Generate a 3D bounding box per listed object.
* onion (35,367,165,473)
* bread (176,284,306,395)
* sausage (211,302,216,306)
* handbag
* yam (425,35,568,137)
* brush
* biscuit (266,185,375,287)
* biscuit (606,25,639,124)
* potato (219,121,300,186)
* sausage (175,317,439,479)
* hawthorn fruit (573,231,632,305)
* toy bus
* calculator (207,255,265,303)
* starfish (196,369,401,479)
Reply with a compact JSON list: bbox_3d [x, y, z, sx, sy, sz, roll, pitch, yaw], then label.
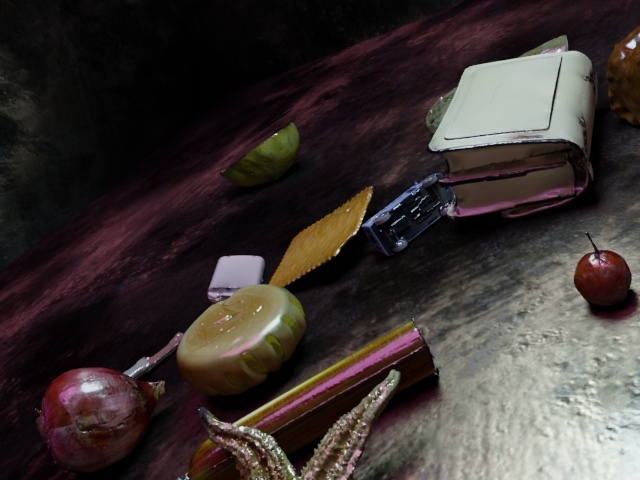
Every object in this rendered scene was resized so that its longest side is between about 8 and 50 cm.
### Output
[{"bbox_3d":[-0.326,0.262,1.016,0.194,0.160,0.159,-17,16,-27],"label":"onion"},{"bbox_3d":[-0.117,0.158,1.030,0.213,0.105,0.213,-21,24,10],"label":"bread"},{"bbox_3d":[-0.196,0.130,1.275,0.031,0.031,0.107,-25,25,10],"label":"sausage"},{"bbox_3d":[0.350,-0.191,1.149,0.236,0.160,0.359,-8,31,30],"label":"handbag"},{"bbox_3d":[0.373,-0.296,1.385,0.330,0.133,0.133,-22,24,28],"label":"yam"},{"bbox_3d":[-0.353,0.254,1.178,0.084,0.071,0.301,15,38,37],"label":"brush"},{"bbox_3d":[0.000,0.000,1.276,0.232,0.013,0.237,-32,19,30],"label":"biscuit"},{"bbox_3d":[0.655,-0.286,0.978,0.342,0.166,0.395,-27,22,-1],"label":"biscuit"},{"bbox_3d":[-0.145,-0.220,1.838,0.271,0.111,0.160,-28,11,40],"label":"potato"},{"bbox_3d":[-0.026,0.223,0.835,0.371,0.082,0.082,-30,23,1],"label":"sausage"},{"bbox_3d":[0.331,0.028,0.783,0.066,0.103,0.067,-16,26,8],"label":"hawthorn fruit"},{"bbox_3d":[0.157,-0.050,1.180,0.167,0.073,0.076,-36,13,-12],"label":"toy bus"},{"bbox_3d":[-0.164,0.074,1.311,0.100,0.032,0.175,0,27,2],"label":"calculator"},{"bbox_3d":[-0.039,0.299,0.675,0.346,0.078,0.358,-8,41,17],"label":"starfish"}]
